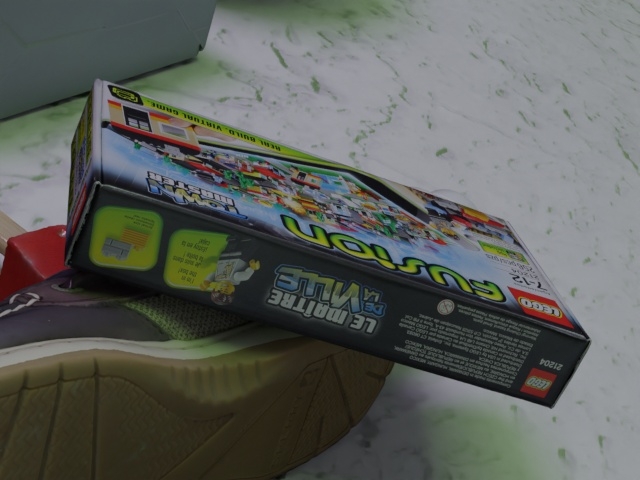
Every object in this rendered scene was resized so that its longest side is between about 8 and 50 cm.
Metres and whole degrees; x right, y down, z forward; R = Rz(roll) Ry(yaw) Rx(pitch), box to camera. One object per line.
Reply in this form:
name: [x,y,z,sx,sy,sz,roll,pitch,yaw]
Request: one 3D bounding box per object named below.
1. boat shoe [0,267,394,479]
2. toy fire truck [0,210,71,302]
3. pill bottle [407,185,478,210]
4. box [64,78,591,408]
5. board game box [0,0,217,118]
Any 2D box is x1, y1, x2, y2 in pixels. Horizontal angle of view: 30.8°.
boat shoe: [-0.084,0.056,0.446,0.092,0.103,0.285,34,29,33]
toy fire truck: [-0.201,-0.012,0.521,0.135,0.047,0.192,-11,44,-41]
pill bottle: [0.034,0.009,0.607,0.067,0.067,0.120,39,36,26]
box: [0.000,0.000,0.482,0.207,0.036,0.114,18,22,-19]
board game box: [-0.244,-0.206,0.741,0.303,0.098,0.224,33,34,19]
